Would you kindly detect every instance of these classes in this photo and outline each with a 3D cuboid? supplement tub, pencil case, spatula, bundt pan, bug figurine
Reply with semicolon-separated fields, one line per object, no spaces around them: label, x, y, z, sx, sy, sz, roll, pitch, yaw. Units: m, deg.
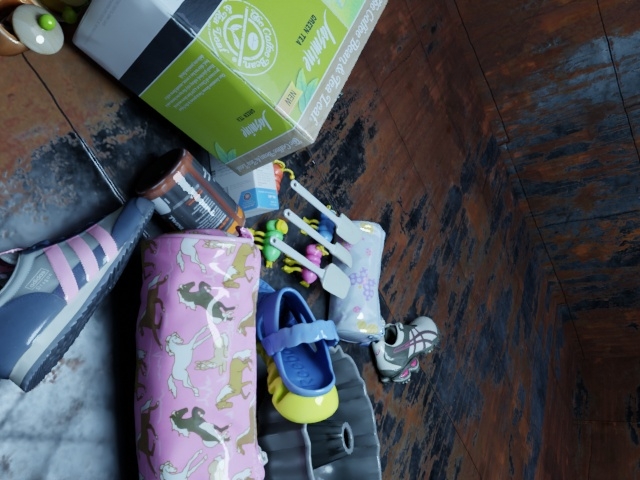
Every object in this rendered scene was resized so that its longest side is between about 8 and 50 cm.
supplement tub;-0.194;-0.046;0.864;0.198;0.106;0.106;50;43;-33
pencil case;0.082;0.092;1.195;0.113;0.124;0.273;29;56;-47
pencil case;-0.166;0.170;0.749;0.167;0.160;0.386;3;85;-57
spatula;0.000;0.000;1.069;0.242;0.019;0.168;37;65;-41
bundt pan;-0.005;0.358;0.947;0.331;0.124;0.331;50;31;-46
bug figurine;-0.050;-0.028;1.091;0.279;0.072;0.216;37;51;-44

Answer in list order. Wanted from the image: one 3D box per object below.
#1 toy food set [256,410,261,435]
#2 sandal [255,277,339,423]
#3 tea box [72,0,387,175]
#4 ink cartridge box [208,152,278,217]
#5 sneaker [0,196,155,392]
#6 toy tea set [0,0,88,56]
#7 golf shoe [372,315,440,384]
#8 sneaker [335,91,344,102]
toy food set;-0.100;0.364;0.924;0.192;0.038;0.132;-3;82;-55
sandal;-0.060;0.130;0.844;0.126;0.317;0.138;-5;119;-34
tea box;-0.120;-0.337;0.809;0.323;0.220;0.329;38;62;-27
ink cartridge box;-0.142;-0.135;0.965;0.060;0.104;0.180;0;80;-54
sneaker;-0.322;0.026;0.670;0.131;0.112;0.319;30;37;-10
toy tea set;-0.382;-0.406;0.694;0.200;0.124;0.336;-24;99;-55
golf shoe;0.222;0.249;1.364;0.273;0.105;0.120;-38;103;-53
sneaker;-0.107;-0.305;1.079;0.146;0.134;0.343;53;38;9
